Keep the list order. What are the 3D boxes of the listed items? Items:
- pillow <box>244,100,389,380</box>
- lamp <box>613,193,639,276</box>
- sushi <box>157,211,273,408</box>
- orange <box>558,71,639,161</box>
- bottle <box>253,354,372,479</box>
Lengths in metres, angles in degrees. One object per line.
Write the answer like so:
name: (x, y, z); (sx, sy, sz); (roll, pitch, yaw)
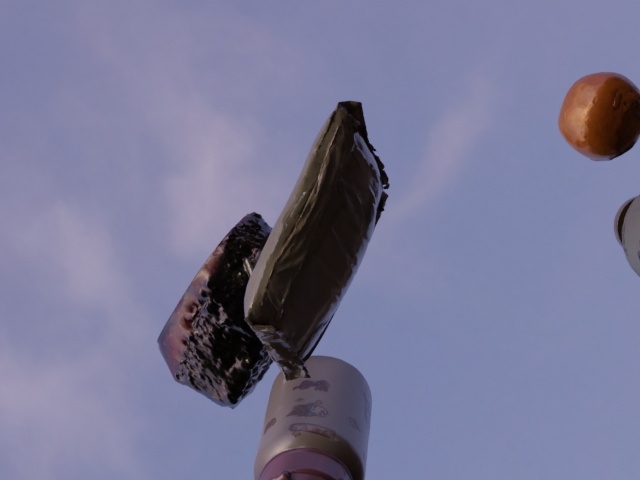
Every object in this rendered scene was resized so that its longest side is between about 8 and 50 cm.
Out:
pillow: (0.000, 0.000, 1.046); (0.208, 0.053, 0.119); (-66, -33, -24)
lamp: (0.375, -0.007, 1.410); (0.121, 0.215, 0.121); (0, -87, -5)
sushi: (-0.093, 0.085, 1.533); (0.225, 0.126, 0.136); (-57, -4, 32)
orange: (0.257, -0.114, 1.205); (0.084, 0.083, 0.083); (-14, -58, -24)
bottle: (-0.008, 0.212, 1.293); (0.110, 0.233, 0.109); (2, -65, 4)
